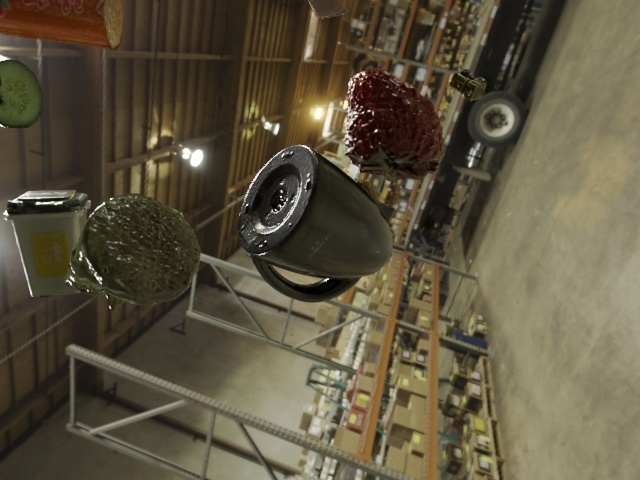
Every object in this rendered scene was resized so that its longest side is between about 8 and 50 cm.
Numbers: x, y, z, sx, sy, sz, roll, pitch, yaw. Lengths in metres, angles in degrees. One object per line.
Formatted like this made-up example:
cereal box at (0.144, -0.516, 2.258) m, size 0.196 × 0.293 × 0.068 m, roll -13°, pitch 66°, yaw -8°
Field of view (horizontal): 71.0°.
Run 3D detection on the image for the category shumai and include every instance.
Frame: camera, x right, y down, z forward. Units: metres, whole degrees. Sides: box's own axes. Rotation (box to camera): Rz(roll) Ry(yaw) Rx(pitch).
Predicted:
shumai at (-0.577, 0.066, 1.322) m, size 0.323 × 0.324 × 0.397 m, roll -31°, pitch 16°, yaw 24°

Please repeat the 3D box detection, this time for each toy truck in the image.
toy truck at (0.368, -0.386, 1.117) m, size 0.054 × 0.083 × 0.049 m, roll -22°, pitch -36°, yaw -30°

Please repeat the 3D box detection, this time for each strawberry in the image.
strawberry at (0.181, -0.282, 1.138) m, size 0.261 × 0.261 × 0.258 m, roll 71°, pitch -155°, yaw -77°

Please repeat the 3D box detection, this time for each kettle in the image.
kettle at (0.000, 0.000, 0.858) m, size 0.268 × 0.290 × 0.207 m, roll -51°, pitch 41°, yaw 14°

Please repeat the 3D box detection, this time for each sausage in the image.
sausage at (-0.440, -0.324, 0.600) m, size 0.093 × 0.312 × 0.093 m, roll -177°, pitch 90°, yaw -79°

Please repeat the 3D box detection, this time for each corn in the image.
corn at (0.191, -0.096, 1.676) m, size 0.102 × 0.102 × 0.313 m, roll -59°, pitch -48°, yaw -59°

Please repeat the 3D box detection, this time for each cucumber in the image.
cucumber at (-0.887, -0.414, 1.258) m, size 0.191 × 0.130 × 0.191 m, roll 22°, pitch -90°, yaw -81°

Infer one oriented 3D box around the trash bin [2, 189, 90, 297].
trash bin at (-0.993, 0.001, 1.685) m, size 0.296 × 0.256 × 0.368 m, roll -143°, pitch 51°, yaw -64°

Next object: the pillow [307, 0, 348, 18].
pillow at (-0.008, -0.782, 1.396) m, size 0.211 × 0.135 × 0.034 m, roll 40°, pitch -113°, yaw -50°
